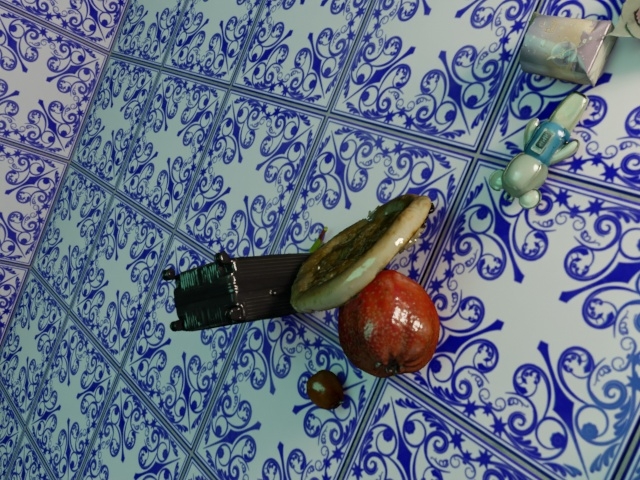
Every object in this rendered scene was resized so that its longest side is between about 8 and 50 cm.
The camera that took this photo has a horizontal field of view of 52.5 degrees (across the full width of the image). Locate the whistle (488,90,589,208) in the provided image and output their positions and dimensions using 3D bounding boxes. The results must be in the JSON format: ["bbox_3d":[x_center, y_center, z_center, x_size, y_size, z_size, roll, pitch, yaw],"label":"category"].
[{"bbox_3d":[0.420,-0.172,1.221,0.114,0.077,0.236,39,100,35],"label":"whistle"}]

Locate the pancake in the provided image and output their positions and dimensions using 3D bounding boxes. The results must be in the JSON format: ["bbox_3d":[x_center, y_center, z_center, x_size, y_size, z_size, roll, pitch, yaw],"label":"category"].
[{"bbox_3d":[0.078,0.021,1.354,0.382,0.071,0.382,-38,10,8],"label":"pancake"}]

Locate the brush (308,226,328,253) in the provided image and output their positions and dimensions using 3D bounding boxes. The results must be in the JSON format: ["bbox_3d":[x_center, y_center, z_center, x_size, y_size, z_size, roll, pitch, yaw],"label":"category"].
[{"bbox_3d":[0.000,0.000,1.617,0.083,0.021,0.019,-59,43,21],"label":"brush"}]

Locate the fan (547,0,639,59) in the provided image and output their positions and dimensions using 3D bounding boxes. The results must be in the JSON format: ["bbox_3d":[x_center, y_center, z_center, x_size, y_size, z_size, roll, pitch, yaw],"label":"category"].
[{"bbox_3d":[0.548,-0.381,1.131,0.310,0.010,0.182,-22,59,17],"label":"fan"}]

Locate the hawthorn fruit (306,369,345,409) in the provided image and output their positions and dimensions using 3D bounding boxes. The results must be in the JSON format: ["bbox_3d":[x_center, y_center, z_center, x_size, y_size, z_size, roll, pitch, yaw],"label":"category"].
[{"bbox_3d":[0.015,0.340,1.453,0.081,0.081,0.093,-55,47,17],"label":"hawthorn fruit"}]

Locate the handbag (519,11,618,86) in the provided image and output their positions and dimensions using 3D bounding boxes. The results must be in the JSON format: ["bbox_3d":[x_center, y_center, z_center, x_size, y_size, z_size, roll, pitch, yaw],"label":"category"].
[{"bbox_3d":[0.459,-0.365,1.234,0.173,0.095,0.117,26,89,38],"label":"handbag"}]

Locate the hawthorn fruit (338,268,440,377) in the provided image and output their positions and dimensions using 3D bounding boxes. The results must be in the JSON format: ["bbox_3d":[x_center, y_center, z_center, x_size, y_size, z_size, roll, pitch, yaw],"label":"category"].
[{"bbox_3d":[0.133,0.148,1.319,0.205,0.205,0.254,-30,46,35],"label":"hawthorn fruit"}]

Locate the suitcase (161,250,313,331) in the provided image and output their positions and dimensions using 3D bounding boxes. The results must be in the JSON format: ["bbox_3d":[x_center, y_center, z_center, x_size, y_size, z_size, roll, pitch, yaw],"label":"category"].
[{"bbox_3d":[-0.160,0.112,1.510,0.229,0.335,0.152,-15,82,41],"label":"suitcase"}]
